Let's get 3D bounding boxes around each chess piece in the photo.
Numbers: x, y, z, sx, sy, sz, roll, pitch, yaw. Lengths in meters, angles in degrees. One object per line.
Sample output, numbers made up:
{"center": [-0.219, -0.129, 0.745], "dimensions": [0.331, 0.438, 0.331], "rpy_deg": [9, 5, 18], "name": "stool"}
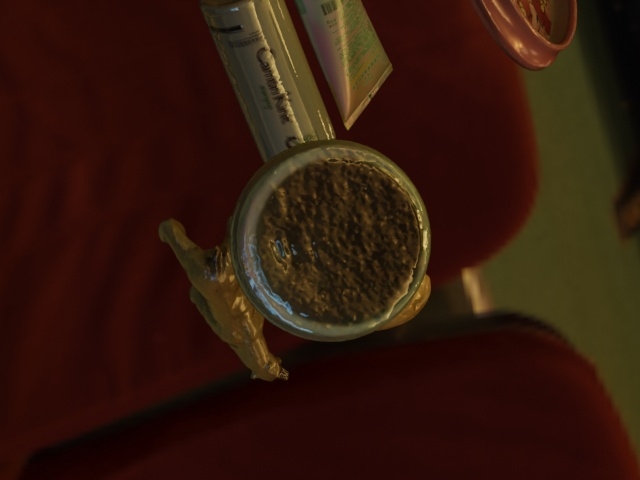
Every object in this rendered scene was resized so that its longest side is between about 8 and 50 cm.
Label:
{"center": [0.000, 0.000, 1.398], "dimensions": [0.271, 0.139, 0.139], "rpy_deg": [-179, -100, -86], "name": "chess piece"}

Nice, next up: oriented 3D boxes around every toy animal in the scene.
{"center": [-0.097, 0.065, 2.102], "dimensions": [0.101, 0.103, 0.219], "rpy_deg": [-110, -179, -46], "name": "toy animal"}

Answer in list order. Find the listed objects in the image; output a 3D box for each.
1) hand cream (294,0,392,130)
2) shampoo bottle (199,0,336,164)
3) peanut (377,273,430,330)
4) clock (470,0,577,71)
{"center": [0.014, -0.177, 1.561], "dimensions": [0.076, 0.047, 0.174], "rpy_deg": [-54, 139, -26], "name": "hand cream"}
{"center": [-0.046, -0.157, 2.002], "dimensions": [0.085, 0.085, 0.262], "rpy_deg": [-66, 143, -48], "name": "shampoo bottle"}
{"center": [0.038, 0.042, 2.074], "dimensions": [0.229, 0.103, 0.098], "rpy_deg": [26, 71, -57], "name": "peanut"}
{"center": [0.156, -0.264, 1.668], "dimensions": [0.244, 0.056, 0.244], "rpy_deg": [41, 40, -47], "name": "clock"}
